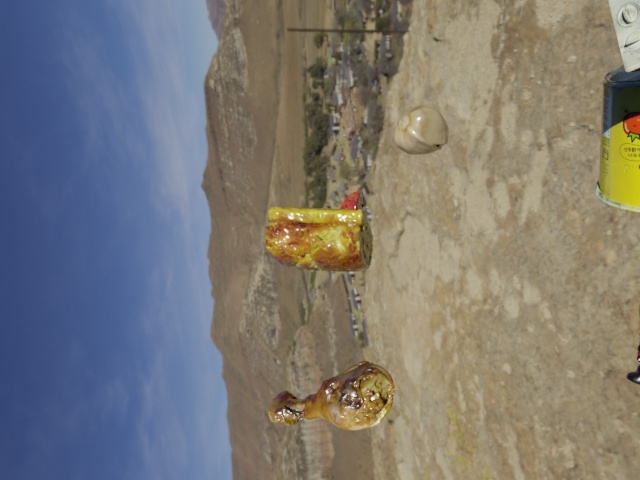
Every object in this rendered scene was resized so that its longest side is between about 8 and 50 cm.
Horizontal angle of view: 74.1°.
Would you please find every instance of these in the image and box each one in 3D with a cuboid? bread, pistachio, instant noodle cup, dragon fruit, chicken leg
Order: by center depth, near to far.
[{"bbox_3d":[0.014,0.278,0.732,0.087,0.252,0.107,63,-150,-5],"label":"chicken leg"},{"bbox_3d":[0.000,0.000,0.748,0.132,0.173,0.103,55,-139,-63],"label":"bread"},{"bbox_3d":[0.718,-0.233,0.839,0.325,0.326,0.253,-124,12,-69],"label":"instant noodle cup"},{"bbox_3d":[0.218,-0.230,0.896,0.113,0.149,0.112,5,97,45],"label":"pistachio"},{"bbox_3d":[0.078,-0.068,1.175,0.106,0.083,0.161,23,-111,-75],"label":"dragon fruit"}]

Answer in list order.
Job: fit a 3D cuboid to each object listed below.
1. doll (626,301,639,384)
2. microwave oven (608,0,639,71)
[{"bbox_3d":[0.635,0.165,0.780,0.127,0.088,0.248,-140,55,-64],"label":"doll"},{"bbox_3d":[0.545,-0.335,0.532,0.241,0.194,0.145,-11,97,70],"label":"microwave oven"}]
